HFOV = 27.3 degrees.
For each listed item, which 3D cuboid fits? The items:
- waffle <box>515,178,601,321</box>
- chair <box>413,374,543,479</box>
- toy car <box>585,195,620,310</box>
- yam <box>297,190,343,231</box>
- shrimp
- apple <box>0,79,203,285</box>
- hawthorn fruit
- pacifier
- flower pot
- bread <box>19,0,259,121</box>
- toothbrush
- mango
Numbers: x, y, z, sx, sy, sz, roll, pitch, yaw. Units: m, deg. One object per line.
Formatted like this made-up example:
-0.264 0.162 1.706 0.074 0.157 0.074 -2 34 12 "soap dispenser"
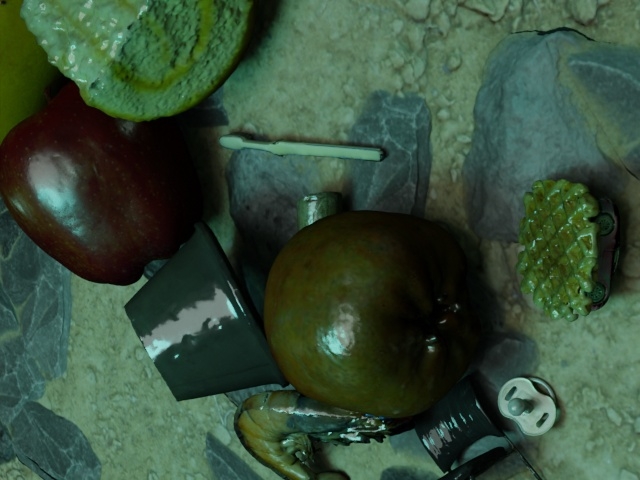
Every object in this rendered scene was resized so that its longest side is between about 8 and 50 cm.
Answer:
0.284 0.010 1.585 0.183 0.036 0.169 -157 68 -72 "waffle"
0.184 0.305 1.715 0.140 0.145 0.221 -40 72 37 "chair"
0.333 0.017 1.585 0.069 0.055 0.142 -135 48 -73 "toy car"
0.000 0.000 1.851 0.070 0.070 0.146 8 103 38 "yam"
0.019 0.292 1.860 0.290 0.054 0.222 -9 126 30 "shrimp"
-0.329 -0.095 1.968 0.288 0.288 0.316 -28 98 40 "apple"
0.047 0.088 1.715 0.301 0.268 0.267 2 101 39 "hawthorn fruit"
0.262 0.209 1.682 0.083 0.064 0.068 41 105 26 "pacifier"
-0.173 0.121 1.871 0.269 0.166 0.269 62 174 12 "flower pot"
-0.201 -0.376 1.822 0.239 0.264 0.395 50 117 35 "bread"
-0.031 -0.132 1.875 0.294 0.028 0.026 11 127 38 "toothbrush"
-0.475 -0.327 2.041 0.232 0.300 0.445 24 127 5 "mango"
